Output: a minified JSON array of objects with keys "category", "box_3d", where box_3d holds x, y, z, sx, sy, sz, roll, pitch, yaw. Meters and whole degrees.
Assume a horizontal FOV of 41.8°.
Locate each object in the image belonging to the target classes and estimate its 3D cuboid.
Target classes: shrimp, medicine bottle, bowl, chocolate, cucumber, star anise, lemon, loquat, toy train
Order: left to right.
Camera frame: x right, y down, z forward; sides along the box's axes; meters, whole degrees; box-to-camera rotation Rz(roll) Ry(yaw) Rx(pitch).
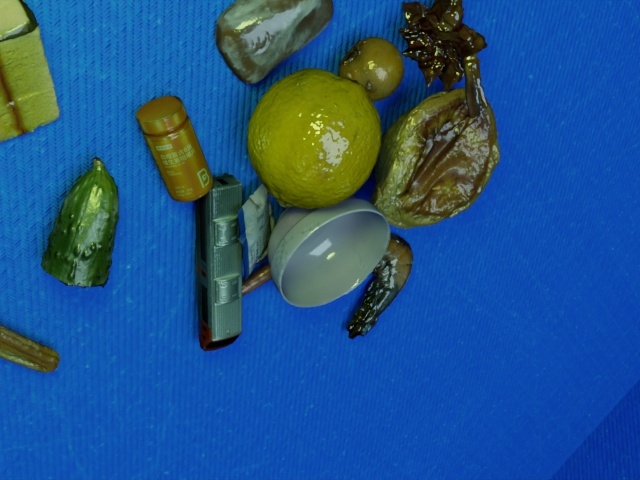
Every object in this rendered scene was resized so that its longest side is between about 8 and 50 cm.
[{"category":"cucumber","box_3d":[-0.440,-0.039,1.584,0.134,0.134,0.244,6,108,-36]},{"category":"medicine bottle","box_3d":[-0.279,-0.175,1.624,0.096,0.096,0.192,-30,129,-17]},{"category":"toy train","box_3d":[-0.214,0.064,1.792,0.086,0.089,0.409,-11,117,-29]},{"category":"chocolate","box_3d":[-0.077,-0.419,1.630,0.254,0.080,0.157,-40,131,-9]},{"category":"lemon","box_3d":[-0.012,-0.204,1.679,0.293,0.293,0.293,-16,124,-26]},{"category":"bowl","box_3d":[0.000,0.000,1.857,0.287,0.144,0.287,-24,142,-20]},{"category":"shrimp","box_3d":[0.114,0.110,2.083,0.222,0.054,0.290,23,98,-42]},{"category":"loquat","box_3d":[0.108,-0.356,1.760,0.141,0.141,0.141,-16,124,-26]},{"category":"star anise","box_3d":[0.279,-0.400,1.776,0.237,0.346,0.148,15,140,-33]}]

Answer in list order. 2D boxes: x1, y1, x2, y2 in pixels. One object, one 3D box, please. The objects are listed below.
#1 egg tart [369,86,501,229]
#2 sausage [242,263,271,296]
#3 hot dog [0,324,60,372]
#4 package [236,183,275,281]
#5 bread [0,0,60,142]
[{"category":"egg tart","box_3d":[0.261,-0.194,1.942,0.339,0.153,0.352,2,114,-36]},{"category":"sausage","box_3d":[-0.150,0.094,1.907,0.158,0.036,0.042,-34,118,-13]},{"category":"hot dog","box_3d":[-0.610,0.204,1.651,0.066,0.047,0.215,-42,133,13]},{"category":"package","box_3d":[-0.137,-0.025,1.794,0.173,0.027,0.171,-54,149,-53]},{"category":"bread","box_3d":[-0.557,-0.303,1.399,0.167,0.163,0.264,-27,159,-20]}]
